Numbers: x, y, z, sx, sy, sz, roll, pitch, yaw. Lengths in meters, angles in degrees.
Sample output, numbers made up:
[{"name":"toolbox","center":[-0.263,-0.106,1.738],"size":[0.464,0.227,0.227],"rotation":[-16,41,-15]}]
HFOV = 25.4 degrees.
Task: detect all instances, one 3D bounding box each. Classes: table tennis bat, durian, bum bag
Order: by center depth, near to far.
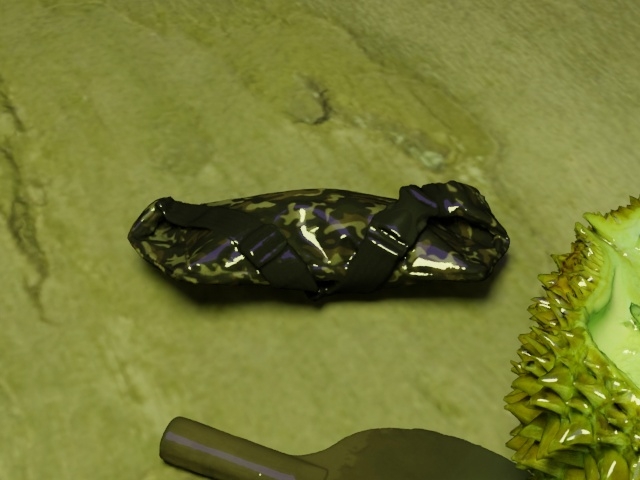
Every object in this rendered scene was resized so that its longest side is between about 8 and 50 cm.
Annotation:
[{"name":"durian","center":[0.195,0.086,0.727],"size":[0.200,0.177,0.237],"rotation":[-3,33,11]},{"name":"table tennis bat","center":[0.020,0.144,0.781],"size":[0.234,0.022,0.131],"rotation":[17,44,17]},{"name":"bum bag","center":[0.000,0.001,0.913],"size":[0.248,0.069,0.102],"rotation":[-4,41,-2]}]
